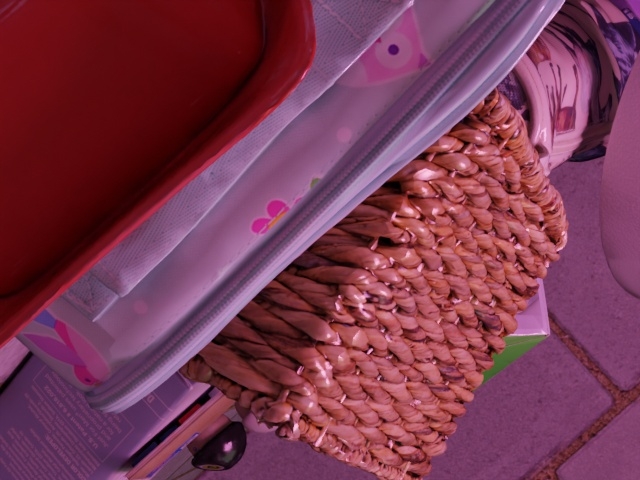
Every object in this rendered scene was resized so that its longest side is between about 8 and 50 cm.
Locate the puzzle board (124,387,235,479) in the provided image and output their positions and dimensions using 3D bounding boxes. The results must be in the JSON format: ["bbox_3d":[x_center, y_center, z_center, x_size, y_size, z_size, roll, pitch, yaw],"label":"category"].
[{"bbox_3d":[-0.092,0.135,1.109,0.128,0.011,0.096,-41,173,-4],"label":"puzzle board"}]

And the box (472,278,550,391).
[{"bbox_3d":[0.116,0.024,1.478,0.127,0.231,0.262,-1,161,-15],"label":"box"}]

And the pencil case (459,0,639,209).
[{"bbox_3d":[0.160,-0.117,1.192,0.410,0.183,0.160,-26,138,-63],"label":"pencil case"}]

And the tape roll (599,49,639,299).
[{"bbox_3d":[0.381,-0.109,1.250,0.392,0.072,0.392,-29,134,-36],"label":"tape roll"}]

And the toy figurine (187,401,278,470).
[{"bbox_3d":[-0.063,0.100,1.401,0.209,0.148,0.213,-45,172,17],"label":"toy figurine"}]

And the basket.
[{"bbox_3d":[0.000,0.000,0.916,0.223,0.213,0.299,-58,156,-3],"label":"basket"}]

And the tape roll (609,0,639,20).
[{"bbox_3d":[0.364,-0.193,1.466,0.090,0.275,0.275,-47,172,37],"label":"tape roll"}]

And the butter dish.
[{"bbox_3d":[-0.095,-0.071,0.435,0.160,0.118,0.160,-38,-144,21],"label":"butter dish"}]

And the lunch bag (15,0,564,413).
[{"bbox_3d":[-0.022,-0.063,0.583,0.279,0.108,0.224,-45,-164,17],"label":"lunch bag"}]

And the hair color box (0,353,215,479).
[{"bbox_3d":[-0.188,0.155,1.199,0.374,0.113,0.185,-48,171,32],"label":"hair color box"}]
